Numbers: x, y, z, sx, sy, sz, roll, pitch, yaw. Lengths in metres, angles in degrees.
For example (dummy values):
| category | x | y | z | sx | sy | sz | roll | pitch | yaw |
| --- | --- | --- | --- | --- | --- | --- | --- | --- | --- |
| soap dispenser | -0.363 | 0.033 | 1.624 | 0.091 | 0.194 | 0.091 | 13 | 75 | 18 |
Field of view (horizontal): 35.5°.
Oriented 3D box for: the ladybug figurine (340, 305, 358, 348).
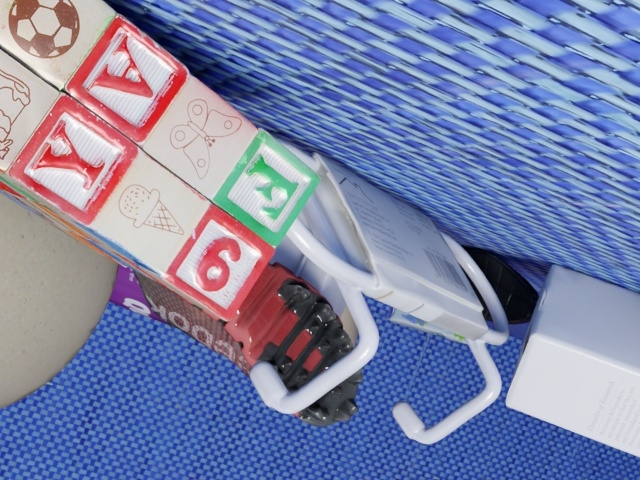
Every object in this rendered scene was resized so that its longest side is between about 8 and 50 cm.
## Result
| category | x | y | z | sx | sy | sz | roll | pitch | yaw |
| --- | --- | --- | --- | --- | --- | --- | --- | --- | --- |
| ladybug figurine | -0.142 | 0.024 | 1.405 | 0.449 | 0.161 | 0.305 | 24 | -172 | 6 |

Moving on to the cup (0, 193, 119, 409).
| category | x | y | z | sx | sy | sz | roll | pitch | yaw |
| --- | --- | --- | --- | --- | --- | --- | --- | --- | --- |
| cup | -0.347 | -0.015 | 0.787 | 0.331 | 0.331 | 0.237 | 20 | 175 | 3 |

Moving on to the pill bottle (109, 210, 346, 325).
| category | x | y | z | sx | sy | sz | roll | pitch | yaw |
| --- | --- | --- | --- | --- | --- | --- | --- | --- | --- |
| pill bottle | -0.131 | 0.005 | 1.061 | 0.323 | 0.181 | 0.181 | 20 | 177 | 15 |

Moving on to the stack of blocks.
| category | x | y | z | sx | sy | sz | roll | pitch | yaw |
| --- | --- | --- | --- | --- | --- | --- | --- | --- | --- |
| stack of blocks | -0.149 | -0.060 | 0.575 | 0.171 | 0.087 | 0.297 | 37 | 170 | -26 |

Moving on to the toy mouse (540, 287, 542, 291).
| category | x | y | z | sx | sy | sz | roll | pitch | yaw |
| --- | --- | --- | --- | --- | --- | --- | --- | --- | --- |
| toy mouse | 0.262 | 0.066 | 0.966 | 0.161 | 0.031 | 0.143 | 22 | 176 | -19 |

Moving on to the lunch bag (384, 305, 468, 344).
| category | x | y | z | sx | sy | sz | roll | pitch | yaw |
| --- | --- | --- | --- | --- | --- | --- | --- | --- | --- |
| lunch bag | 0.168 | 0.083 | 1.383 | 0.129 | 0.096 | 0.151 | 17 | -169 | 12 |

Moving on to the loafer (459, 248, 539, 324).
| category | x | y | z | sx | sy | sz | roll | pitch | yaw |
| --- | --- | --- | --- | --- | --- | --- | --- | --- | --- |
| loafer | 0.160 | 0.039 | 0.977 | 0.061 | 0.062 | 0.170 | 14 | -169 | -34 |

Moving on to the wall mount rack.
| category | x | y | z | sx | sy | sz | roll | pitch | yaw |
| --- | --- | --- | --- | --- | --- | --- | --- | --- | --- |
| wall mount rack | 0.000 | 0.000 | 0.776 | 0.350 | 0.130 | 0.304 | 26 | -148 | -54 |

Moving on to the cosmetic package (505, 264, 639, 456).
| category | x | y | z | sx | sy | sz | roll | pitch | yaw |
| --- | --- | --- | --- | --- | --- | --- | --- | --- | --- |
| cosmetic package | 0.278 | 0.114 | 0.808 | 0.231 | 0.085 | 0.117 | 19 | -147 | 12 |

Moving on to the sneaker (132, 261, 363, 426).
| category | x | y | z | sx | sy | sz | roll | pitch | yaw |
| --- | --- | --- | --- | --- | --- | --- | --- | --- | --- |
| sneaker | -0.075 | 0.060 | 0.902 | 0.276 | 0.097 | 0.135 | 47 | 156 | -13 |
